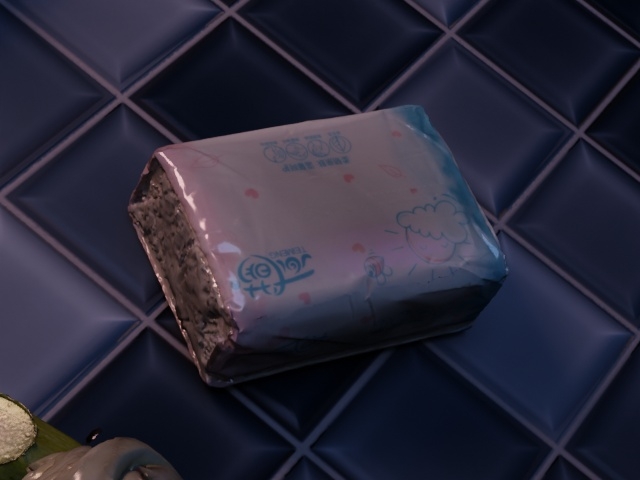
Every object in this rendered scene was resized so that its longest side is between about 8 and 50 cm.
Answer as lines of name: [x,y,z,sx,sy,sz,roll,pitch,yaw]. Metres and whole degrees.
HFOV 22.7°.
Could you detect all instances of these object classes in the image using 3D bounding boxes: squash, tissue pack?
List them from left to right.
squash: [-0.218,0.162,1.176,0.200,0.075,0.090,20,25,-9]
tissue pack: [-0.001,-0.002,1.352,0.271,0.124,0.201,-12,58,-27]

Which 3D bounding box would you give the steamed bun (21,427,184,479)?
steamed bun: [-0.159,0.287,0.963,0.237,0.346,0.394,50,26,-4]
